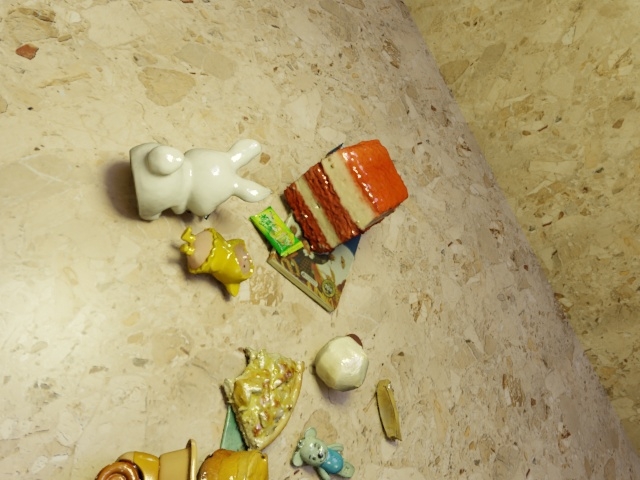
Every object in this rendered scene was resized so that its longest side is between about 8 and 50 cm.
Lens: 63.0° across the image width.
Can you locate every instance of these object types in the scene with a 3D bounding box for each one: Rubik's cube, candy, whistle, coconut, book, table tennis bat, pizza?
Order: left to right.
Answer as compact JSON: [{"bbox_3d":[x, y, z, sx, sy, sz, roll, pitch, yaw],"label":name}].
[{"bbox_3d":[-0.212,0.517,1.383,0.103,0.017,0.135,30,51,-31],"label":"book"},{"bbox_3d":[-0.147,0.408,1.444,0.223,0.089,0.323,51,37,-14],"label":"pizza"},{"bbox_3d":[-0.141,-0.030,1.679,0.178,0.032,0.102,50,49,9],"label":"candy"},{"bbox_3d":[0.000,0.000,1.837,0.300,0.039,0.428,40,47,-21],"label":"book"},{"bbox_3d":[0.019,0.635,1.517,0.235,0.077,0.114,40,66,-28],"label":"whistle"},{"bbox_3d":[0.072,-0.302,2.022,0.092,0.092,0.092,45,45,-19],"label":"Rubik's cube"},{"bbox_3d":[0.075,0.386,1.615,0.162,0.161,0.161,40,35,25],"label":"coconut"},{"bbox_3d":[0.095,0.374,1.766,0.158,0.014,0.095,-26,91,-50],"label":"table tennis bat"}]

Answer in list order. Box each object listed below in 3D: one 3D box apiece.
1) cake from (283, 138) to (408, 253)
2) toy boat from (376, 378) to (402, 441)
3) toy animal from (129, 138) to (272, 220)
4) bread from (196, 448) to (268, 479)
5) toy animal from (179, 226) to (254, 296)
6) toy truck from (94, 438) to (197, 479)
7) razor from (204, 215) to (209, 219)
[{"bbox_3d":[0.097,-0.151,1.743,0.270,0.319,0.270,-28,87,-47],"label":"cake"},{"bbox_3d":[0.236,0.577,1.773,0.072,0.064,0.206,17,59,-60],"label":"toy boat"},{"bbox_3d":[-0.325,-0.177,1.408,0.367,0.241,0.196,-4,78,-31],"label":"toy animal"},{"bbox_3d":[-0.203,0.584,1.206,0.270,0.142,0.196,69,16,-74],"label":"bread"},{"bbox_3d":[-0.293,0.048,1.458,0.229,0.156,0.156,38,47,-39],"label":"toy animal"},{"bbox_3d":[-0.359,0.552,1.049,0.211,0.204,0.288,7,60,-18],"label":"toy truck"},{"bbox_3d":[-0.388,-0.114,1.513,0.154,0.028,0.044,33,60,-16],"label":"razor"}]
